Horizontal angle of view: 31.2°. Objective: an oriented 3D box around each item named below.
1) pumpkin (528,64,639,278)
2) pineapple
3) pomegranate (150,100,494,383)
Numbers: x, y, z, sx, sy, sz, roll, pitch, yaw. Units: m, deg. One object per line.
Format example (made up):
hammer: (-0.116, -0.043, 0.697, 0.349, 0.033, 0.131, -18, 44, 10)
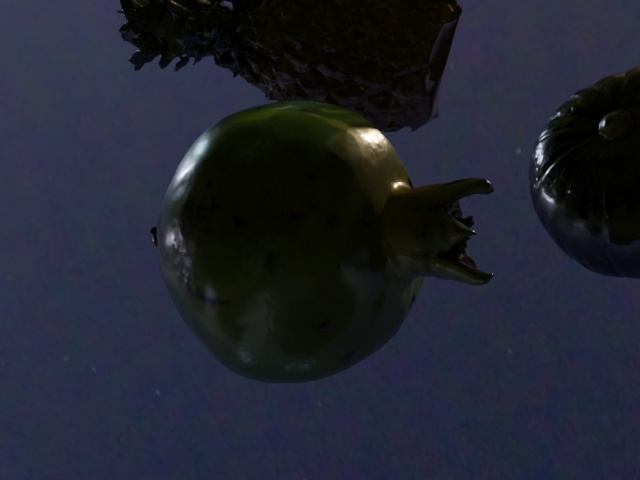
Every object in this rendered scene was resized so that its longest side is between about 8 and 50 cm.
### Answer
pumpkin: (0.367, -0.058, 1.282, 0.248, 0.248, 0.248, -12, -134, 13)
pineapple: (-0.035, -0.220, 1.229, 0.362, 0.202, 0.202, 3, -131, 4)
pomegranate: (0.000, 0.000, 1.027, 0.341, 0.260, 0.260, -6, -133, 36)
